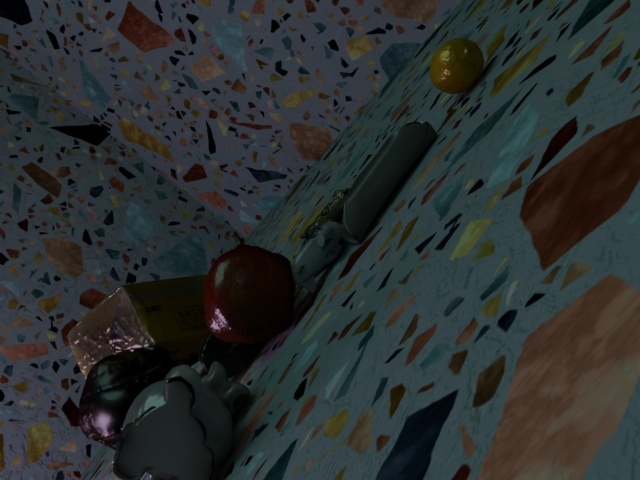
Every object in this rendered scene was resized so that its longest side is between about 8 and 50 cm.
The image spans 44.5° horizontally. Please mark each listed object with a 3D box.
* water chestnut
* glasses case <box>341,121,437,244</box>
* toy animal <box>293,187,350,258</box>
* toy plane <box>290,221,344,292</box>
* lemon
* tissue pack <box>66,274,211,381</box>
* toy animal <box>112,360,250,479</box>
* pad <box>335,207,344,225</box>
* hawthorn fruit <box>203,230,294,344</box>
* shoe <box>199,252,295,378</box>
[{"bbox_3d":[-0.439,0.397,1.897,0.289,0.289,0.244,-64,-15,-55],"label":"water chestnut"},{"bbox_3d":[0.126,-0.132,1.693,0.308,0.083,0.128,-54,9,-15],"label":"glasses case"},{"bbox_3d":[0.004,-0.040,2.082,0.241,0.057,0.099,-50,2,24],"label":"toy animal"},{"bbox_3d":[-0.004,0.031,1.730,0.174,0.080,0.174,-56,-10,-15],"label":"toy plane"},{"bbox_3d":[0.300,-0.384,1.735,0.114,0.114,0.155,-55,5,-20],"label":"lemon"},{"bbox_3d":[-0.460,0.256,2.210,0.293,0.228,0.382,-37,-17,27],"label":"tissue pack"},{"bbox_3d":[-0.240,0.326,1.452,0.257,0.194,0.357,-61,-1,8],"label":"toy animal"},{"bbox_3d":[0.000,0.000,2.107,0.266,0.002,0.176,-49,9,22],"label":"pad"},{"bbox_3d":[-0.161,0.099,1.701,0.205,0.253,0.205,-11,-7,-2],"label":"hawthorn fruit"},{"bbox_3d":[-0.172,0.191,1.871,0.336,0.132,0.171,-59,1,-23],"label":"shoe"}]
